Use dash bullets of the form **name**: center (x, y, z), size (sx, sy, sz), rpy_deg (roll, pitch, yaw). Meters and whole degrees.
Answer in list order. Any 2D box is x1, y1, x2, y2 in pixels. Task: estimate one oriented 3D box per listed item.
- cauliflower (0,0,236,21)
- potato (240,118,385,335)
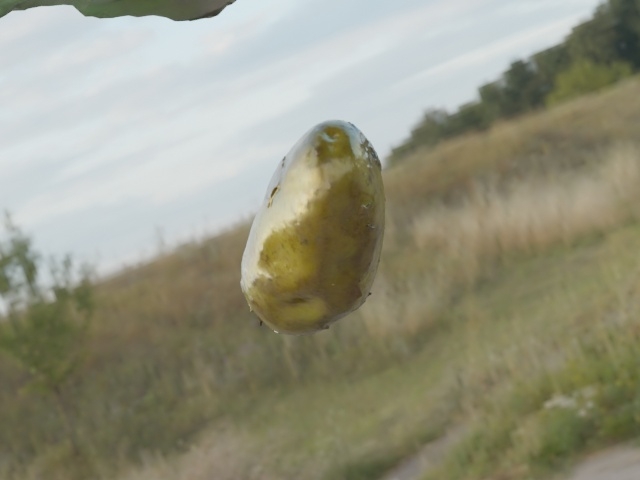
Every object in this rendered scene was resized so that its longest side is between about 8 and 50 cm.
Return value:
- **cauliflower**: center (-0.012, -0.156, 0.424), size (0.256, 0.239, 0.315), rpy_deg (29, 87, 48)
- **potato**: center (0.000, 0.000, 0.527), size (0.045, 0.046, 0.092), rpy_deg (-66, 1, -46)
